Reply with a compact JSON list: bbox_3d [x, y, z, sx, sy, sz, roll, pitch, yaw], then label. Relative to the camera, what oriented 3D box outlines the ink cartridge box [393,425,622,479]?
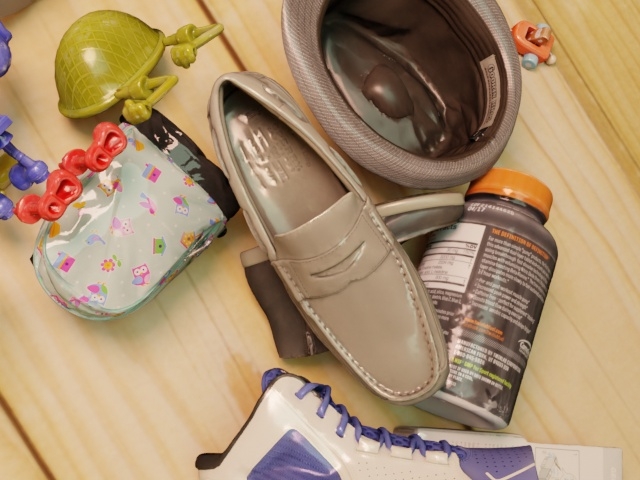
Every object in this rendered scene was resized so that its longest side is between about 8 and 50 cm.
[{"bbox_3d":[0.183,0.332,0.729,0.238,0.060,0.275,9,76,-18],"label":"ink cartridge box"}]

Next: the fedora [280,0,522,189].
[{"bbox_3d":[0.071,-0.174,0.755,0.275,0.124,0.244,40,71,-12],"label":"fedora"}]

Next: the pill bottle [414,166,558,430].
[{"bbox_3d":[0.158,0.051,0.737,0.130,0.130,0.246,26,73,-12],"label":"pill bottle"}]

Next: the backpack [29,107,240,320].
[{"bbox_3d":[-0.172,-0.016,0.650,0.152,0.115,0.182,42,72,-9],"label":"backpack"}]

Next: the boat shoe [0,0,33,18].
[{"bbox_3d":[-0.266,-0.317,0.698,0.084,0.095,0.258,31,61,-6],"label":"boat shoe"}]

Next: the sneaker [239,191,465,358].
[{"bbox_3d":[0.044,0.031,0.716,0.221,0.083,0.118,-19,93,6],"label":"sneaker"}]

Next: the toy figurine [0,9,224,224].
[{"bbox_3d":[-0.274,-0.129,0.558,0.217,0.191,0.363,50,61,-31],"label":"toy figurine"}]

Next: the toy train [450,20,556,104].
[{"bbox_3d":[0.213,-0.206,0.851,0.125,0.046,0.166,32,71,-10],"label":"toy train"}]

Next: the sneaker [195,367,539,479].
[{"bbox_3d":[0.024,0.190,0.639,0.315,0.127,0.182,-14,77,3],"label":"sneaker"}]

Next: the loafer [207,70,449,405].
[{"bbox_3d":[0.000,0.000,0.618,0.112,0.111,0.319,-35,84,6],"label":"loafer"}]
